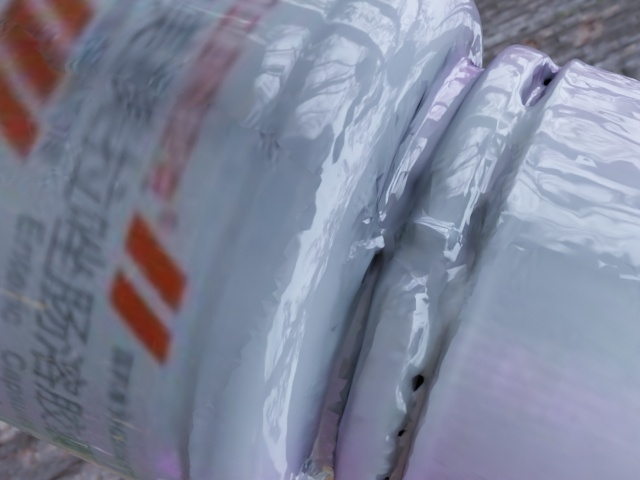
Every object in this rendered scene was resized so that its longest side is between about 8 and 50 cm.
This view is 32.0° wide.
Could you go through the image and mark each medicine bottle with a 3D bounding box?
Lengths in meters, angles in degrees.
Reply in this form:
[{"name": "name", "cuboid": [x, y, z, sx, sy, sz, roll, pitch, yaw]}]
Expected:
[{"name": "medicine bottle", "cuboid": [0.000, 0.000, 0.488, 0.256, 0.325, 0.256, 22, 90, -77]}]
